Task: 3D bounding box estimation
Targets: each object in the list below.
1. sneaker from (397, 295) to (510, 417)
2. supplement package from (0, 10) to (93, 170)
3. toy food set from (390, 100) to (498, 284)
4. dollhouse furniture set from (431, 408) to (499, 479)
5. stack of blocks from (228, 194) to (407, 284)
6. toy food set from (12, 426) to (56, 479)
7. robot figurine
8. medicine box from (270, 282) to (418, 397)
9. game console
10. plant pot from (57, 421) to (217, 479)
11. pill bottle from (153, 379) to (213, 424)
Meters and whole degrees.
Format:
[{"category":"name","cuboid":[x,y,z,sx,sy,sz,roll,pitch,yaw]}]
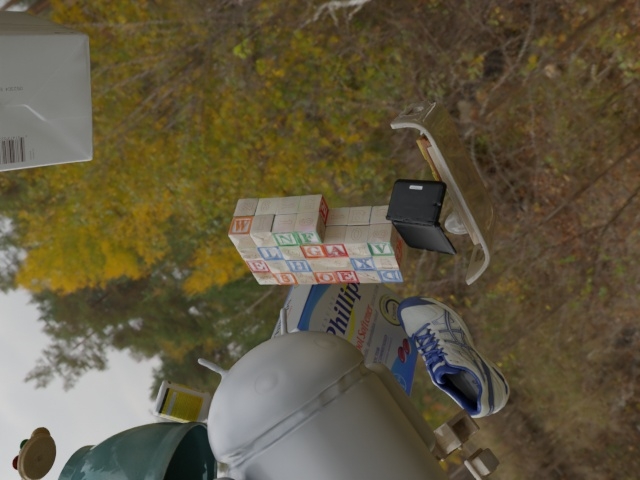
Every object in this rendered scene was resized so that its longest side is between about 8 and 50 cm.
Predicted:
[{"category":"sneaker","cuboid":[0.256,0.228,1.498,0.296,0.111,0.131,45,-153,22]},{"category":"supplement package","cuboid":[-0.392,-0.174,0.836,0.203,0.194,0.149,29,121,45]},{"category":"toy food set","cuboid":[0.221,-0.096,1.319,0.306,0.093,0.220,61,-156,-9]},{"category":"dollhouse furniture set","cuboid":[0.228,0.525,1.254,0.355,0.303,0.173,52,138,15]},{"category":"stack of blocks","cuboid":[0.000,0.000,1.390,0.171,0.298,0.087,65,-151,-49]},{"category":"toy food set","cuboid":[-0.470,0.357,1.217,0.020,0.082,0.083,5,117,26]},{"category":"robot figurine","cuboid":[0.010,0.248,0.818,0.353,0.300,0.200,55,133,8]},{"category":"medicine box","cuboid":[0.058,0.208,1.607,0.289,0.149,0.263,36,-138,-14]},{"category":"game console","cuboid":[0.173,-0.041,1.220,0.071,0.107,0.122,16,177,-35]},{"category":"plant pot","cuboid":[-0.307,0.429,1.192,0.197,0.292,0.293,5,163,11]},{"category":"pill bottle","cuboid":[-0.237,0.298,1.333,0.117,0.065,0.065,18,-179,-10]}]
